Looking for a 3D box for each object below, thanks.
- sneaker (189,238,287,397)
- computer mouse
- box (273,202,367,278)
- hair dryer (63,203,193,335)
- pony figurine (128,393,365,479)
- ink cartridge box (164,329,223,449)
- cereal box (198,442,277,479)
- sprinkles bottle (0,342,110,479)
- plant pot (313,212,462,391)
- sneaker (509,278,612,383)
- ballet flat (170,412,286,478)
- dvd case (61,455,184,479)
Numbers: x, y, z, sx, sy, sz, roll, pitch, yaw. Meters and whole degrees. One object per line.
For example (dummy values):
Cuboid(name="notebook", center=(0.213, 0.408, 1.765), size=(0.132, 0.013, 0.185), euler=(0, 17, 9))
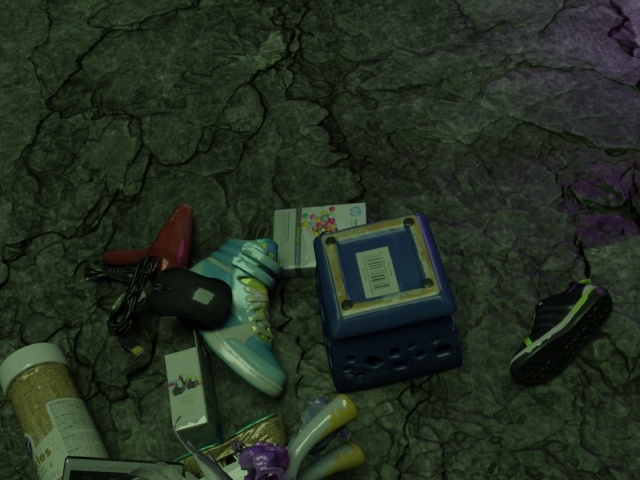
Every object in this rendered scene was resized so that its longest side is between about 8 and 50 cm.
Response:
Cuboid(name="sneaker", center=(-0.119, 0.114, 1.368), size=(0.208, 0.127, 0.319), euler=(-44, 59, -3))
Cuboid(name="computer mouse", center=(-0.283, 0.123, 1.344), size=(0.262, 0.060, 0.184), euler=(16, 75, 38))
Cuboid(name="box", center=(0.000, 0.000, 1.499), size=(0.186, 0.038, 0.145), euler=(-3, 56, 7))
Cuboid(name="hair dryer", center=(-0.363, 0.029, 1.519), size=(0.293, 0.080, 0.223), euler=(-41, 58, -18))
Cuboid(name="pony figurine", center=(-0.067, 0.381, 1.057), size=(0.363, 0.303, 0.351), euler=(-33, 77, -32))
Cuboid(name="ink cartridge box", center=(-0.222, 0.260, 1.321), size=(0.062, 0.104, 0.181), euler=(-15, 54, -1))
Cuboid(name="cereal box", center=(-0.099, 0.461, 1.175), size=(0.173, 0.047, 0.240), euler=(-25, 66, -6))
Cuboid(name="sprinkles bottle", center=(-0.438, 0.341, 1.294), size=(0.121, 0.121, 0.355), euler=(-31, 57, -11))
Cuboid(name="plant pot", center=(0.109, 0.096, 1.308), size=(0.236, 0.212, 0.236), euler=(-12, 55, 1))
Cuboid(name="sneaker", center=(0.401, 0.154, 1.314), size=(0.235, 0.084, 0.097), euler=(-36, 34, -16))
Cuboid(name="ballet flat", center=(-0.149, 0.359, 1.265), size=(0.206, 0.073, 0.067), euler=(-25, 71, -3))
Cuboid(name="dvd case", center=(-0.311, 0.454, 1.149), size=(0.179, 0.029, 0.238), euler=(9, 82, -17))
